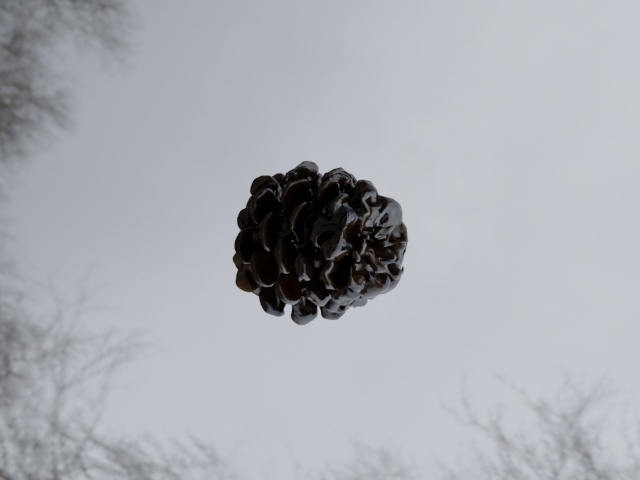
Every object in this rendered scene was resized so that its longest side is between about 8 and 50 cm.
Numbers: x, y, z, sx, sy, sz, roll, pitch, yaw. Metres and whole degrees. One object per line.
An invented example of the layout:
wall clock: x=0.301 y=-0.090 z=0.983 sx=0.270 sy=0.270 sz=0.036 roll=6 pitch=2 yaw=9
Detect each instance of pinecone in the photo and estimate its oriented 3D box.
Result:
pinecone: x=0.000 y=0.000 z=0.663 sx=0.083 sy=0.077 sz=0.077 roll=-14 pitch=-131 yaw=64
